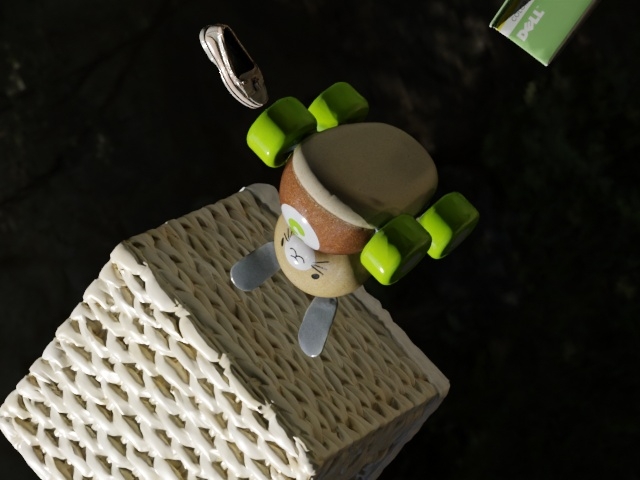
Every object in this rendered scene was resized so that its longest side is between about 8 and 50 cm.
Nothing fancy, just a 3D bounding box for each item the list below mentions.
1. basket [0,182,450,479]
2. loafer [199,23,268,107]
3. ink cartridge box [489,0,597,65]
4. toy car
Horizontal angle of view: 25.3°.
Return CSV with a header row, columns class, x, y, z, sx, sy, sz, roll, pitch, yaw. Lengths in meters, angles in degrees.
class,x,y,z,sx,sy,sz,roll,pitch,yaw
basket,-0.111,0.170,1.526,0.331,0.328,0.266,48,-149,15
loafer,-0.101,-0.214,1.758,0.125,0.039,0.045,53,-126,-27
ink cartridge box,0.212,-0.217,1.265,0.062,0.109,0.209,37,-167,5
toy car,0.000,0.000,1.116,0.155,0.188,0.149,46,-146,15
